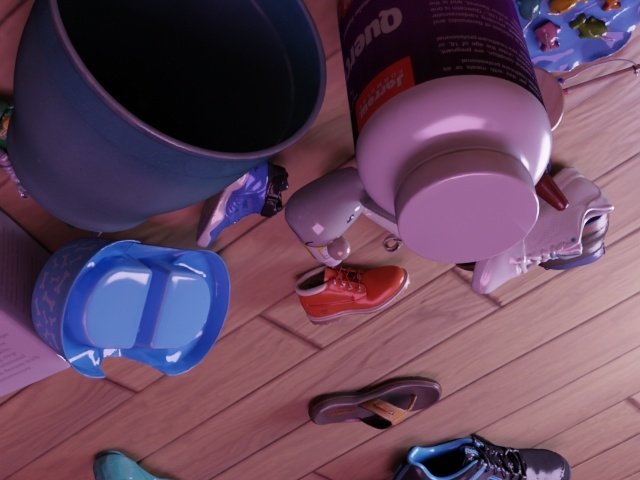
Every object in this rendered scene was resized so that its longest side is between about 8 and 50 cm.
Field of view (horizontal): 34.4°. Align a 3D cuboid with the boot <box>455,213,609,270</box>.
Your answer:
[{"bbox_3d":[0.295,0.017,1.421,0.219,0.082,0.106,-19,137,5],"label":"boot"}]

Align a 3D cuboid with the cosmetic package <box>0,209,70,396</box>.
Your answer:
[{"bbox_3d":[-0.503,0.018,1.159,0.230,0.161,0.453,-23,139,12],"label":"cosmetic package"}]

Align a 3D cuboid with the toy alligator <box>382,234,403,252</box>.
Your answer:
[{"bbox_3d":[0.174,-0.018,1.377,0.190,0.056,0.051,-14,180,2],"label":"toy alligator"}]

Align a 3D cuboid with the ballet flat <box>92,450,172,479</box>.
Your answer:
[{"bbox_3d":[-0.296,0.439,1.752,0.083,0.087,0.247,-28,138,17],"label":"ballet flat"}]

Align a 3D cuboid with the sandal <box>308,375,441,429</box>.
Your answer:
[{"bbox_3d":[0.091,0.275,1.681,0.219,0.060,0.090,-9,140,-4],"label":"sandal"}]

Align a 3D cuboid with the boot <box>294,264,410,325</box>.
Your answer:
[{"bbox_3d":[0.042,0.062,1.430,0.158,0.059,0.084,-20,134,11],"label":"boot"}]

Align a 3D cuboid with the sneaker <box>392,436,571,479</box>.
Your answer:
[{"bbox_3d":[0.297,0.421,1.854,0.341,0.125,0.139,-5,134,-12],"label":"sneaker"}]

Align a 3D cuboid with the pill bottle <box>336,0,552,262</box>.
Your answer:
[{"bbox_3d":[0.116,-0.142,0.998,0.182,0.322,0.181,-3,141,-3],"label":"pill bottle"}]

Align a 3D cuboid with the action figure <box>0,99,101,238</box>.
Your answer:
[{"bbox_3d":[-0.309,-0.090,1.167,0.137,0.063,0.232,-27,134,21],"label":"action figure"}]

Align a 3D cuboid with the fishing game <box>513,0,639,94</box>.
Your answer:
[{"bbox_3d":[0.282,-0.252,1.142,0.189,0.041,0.264,-18,139,10],"label":"fishing game"}]

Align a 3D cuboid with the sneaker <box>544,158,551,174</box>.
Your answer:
[{"bbox_3d":[0.229,-0.076,1.324,0.144,0.059,0.053,-27,129,-13],"label":"sneaker"}]

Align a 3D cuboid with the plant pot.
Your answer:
[{"bbox_3d":[-0.175,-0.140,1.005,0.272,0.271,0.255,15,147,-29],"label":"plant pot"}]

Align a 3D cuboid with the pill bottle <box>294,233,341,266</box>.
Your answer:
[{"bbox_3d":[0.000,0.000,1.355,0.043,0.043,0.083,-24,139,13],"label":"pill bottle"}]

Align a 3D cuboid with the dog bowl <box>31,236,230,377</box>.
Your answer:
[{"bbox_3d":[-0.229,0.077,1.266,0.297,0.074,0.165,10,96,-58],"label":"dog bowl"}]

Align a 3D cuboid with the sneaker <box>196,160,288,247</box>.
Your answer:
[{"bbox_3d":[-0.092,-0.039,1.275,0.085,0.058,0.152,19,125,-20],"label":"sneaker"}]

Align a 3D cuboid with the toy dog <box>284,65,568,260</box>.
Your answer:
[{"bbox_3d":[0.144,-0.056,1.174,0.334,0.161,0.220,-30,173,20],"label":"toy dog"}]

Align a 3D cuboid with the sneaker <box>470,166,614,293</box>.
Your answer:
[{"bbox_3d":[0.285,0.001,1.320,0.212,0.094,0.080,-44,156,-9],"label":"sneaker"}]
